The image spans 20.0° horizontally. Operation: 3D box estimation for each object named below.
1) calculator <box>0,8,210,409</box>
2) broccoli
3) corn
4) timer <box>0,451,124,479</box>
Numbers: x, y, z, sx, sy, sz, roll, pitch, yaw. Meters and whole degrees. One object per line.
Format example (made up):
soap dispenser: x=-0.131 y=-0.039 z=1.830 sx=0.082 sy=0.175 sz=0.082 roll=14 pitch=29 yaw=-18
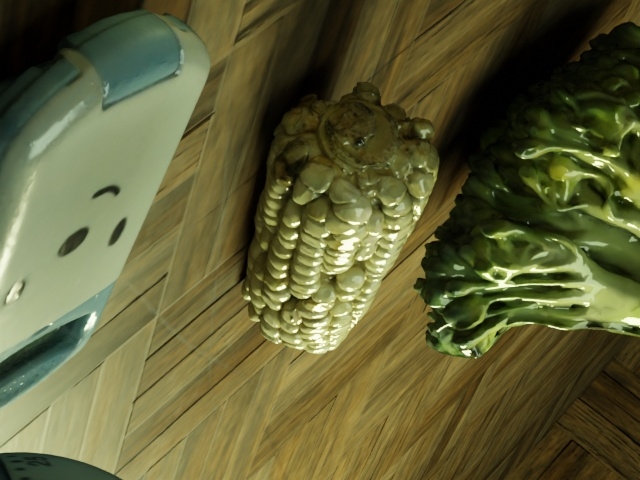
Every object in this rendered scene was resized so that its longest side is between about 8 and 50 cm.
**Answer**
calculator: x=-0.110 y=-0.002 z=0.701 sx=0.121 sy=0.039 sz=0.210 roll=-31 pitch=155 yaw=-51
broccoli: x=0.213 y=-0.011 z=1.258 sx=0.288 sy=0.245 sz=0.248 roll=-58 pitch=156 yaw=1
corn: x=0.000 y=0.000 z=0.961 sx=0.087 sy=0.087 sz=0.211 roll=-43 pitch=166 yaw=-33
timer: x=-0.163 y=0.152 z=0.677 sx=0.175 sy=0.255 sz=0.175 roll=-173 pitch=-90 yaw=-89
